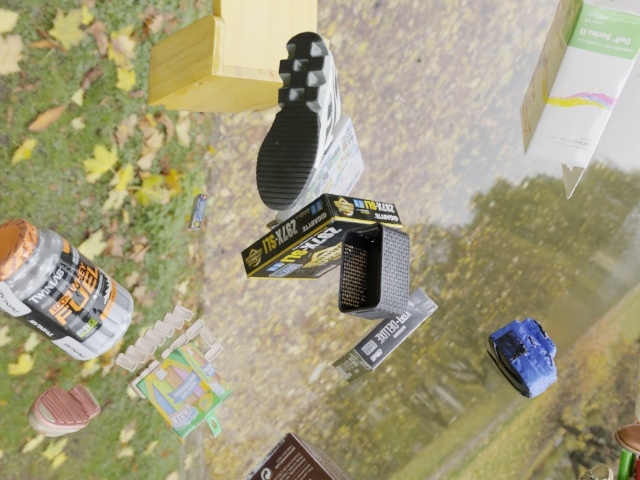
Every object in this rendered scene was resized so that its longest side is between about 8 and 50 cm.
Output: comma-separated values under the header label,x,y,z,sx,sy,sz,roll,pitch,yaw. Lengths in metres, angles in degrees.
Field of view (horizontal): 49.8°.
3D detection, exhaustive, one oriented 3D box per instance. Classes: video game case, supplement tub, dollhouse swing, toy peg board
label,x,y,z,sx,sy,sz,roll,pitch,yaw
video game case,0.008,-0.136,1.871,0.329,0.036,0.300,-58,160,-12
supplement tub,-0.571,0.106,1.477,0.193,0.193,0.316,-46,133,-8
dollhouse swing,-0.187,-0.470,1.514,0.315,0.304,0.347,-11,180,41
toy peg board,0.696,0.473,1.417,0.161,0.161,0.079,-5,101,-46

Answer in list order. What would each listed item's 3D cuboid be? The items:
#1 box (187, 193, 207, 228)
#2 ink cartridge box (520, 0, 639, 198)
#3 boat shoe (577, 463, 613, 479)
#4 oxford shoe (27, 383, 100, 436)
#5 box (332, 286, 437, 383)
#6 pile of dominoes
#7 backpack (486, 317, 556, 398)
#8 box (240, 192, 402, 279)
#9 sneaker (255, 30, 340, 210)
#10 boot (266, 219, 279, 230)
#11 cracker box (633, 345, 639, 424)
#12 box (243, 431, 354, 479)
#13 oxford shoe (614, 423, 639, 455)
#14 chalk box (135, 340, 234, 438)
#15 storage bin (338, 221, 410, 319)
label,x,y,z,sx,sy,sz,roll,pitch,yaw
box,-0.339,-0.077,1.898,0.137,0.027,0.093,179,-77,-75
ink cartridge box,0.455,-0.277,1.254,0.207,0.119,0.353,-72,174,-52
boat shoe,0.515,0.488,1.333,0.153,0.056,0.048,-37,137,-19
oxford shoe,-0.738,0.501,1.926,0.146,0.140,0.397,-38,172,-7
box,0.165,0.261,1.856,0.242,0.076,0.307,-40,172,-19
pile of dominoes,-0.404,0.301,1.826,0.251,0.040,0.196,-45,114,-29
backpack,0.354,0.201,1.179,0.101,0.120,0.098,-32,155,3
box,0.000,0.000,1.699,0.257,0.079,0.322,7,149,-46
sneaker,-0.021,-0.203,1.280,0.146,0.123,0.330,30,72,-63
boot,-0.136,-0.028,2.068,0.106,0.037,0.114,-19,155,27
cracker box,0.835,0.343,1.705,0.155,0.067,0.232,79,25,-57
box,-0.026,0.463,1.193,0.168,0.167,0.203,-47,151,-7
oxford shoe,0.664,0.364,1.298,0.076,0.212,0.076,-90,-177,-54
chalk box,-0.299,0.364,1.615,0.132,0.213,0.132,-43,177,3
storage bin,0.111,0.065,1.416,0.084,0.122,0.180,17,68,-39
